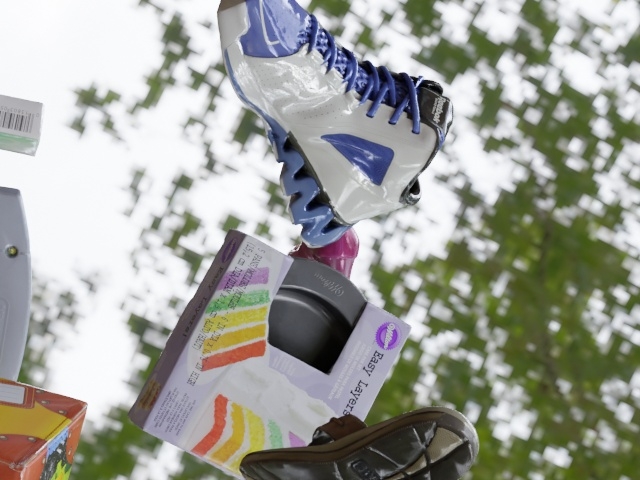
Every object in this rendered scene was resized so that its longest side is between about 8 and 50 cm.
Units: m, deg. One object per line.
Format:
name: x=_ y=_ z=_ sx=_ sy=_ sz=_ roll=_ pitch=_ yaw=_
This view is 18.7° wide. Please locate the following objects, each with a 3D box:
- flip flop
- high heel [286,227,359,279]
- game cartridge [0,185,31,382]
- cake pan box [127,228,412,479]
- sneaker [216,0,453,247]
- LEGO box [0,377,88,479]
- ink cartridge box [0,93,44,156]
flip flop: x=0.042 y=0.214 z=1.960 sx=0.277 sy=0.112 sz=0.080 roll=-23 pitch=-150 yaw=33
high heel: x=0.000 y=0.000 z=2.654 sx=0.244 sy=0.082 sz=0.117 roll=-132 pitch=-135 yaw=-78
game cartridge: x=-0.397 y=0.081 z=1.985 sx=0.060 sy=0.196 sz=0.294 roll=-127 pitch=-133 yaw=-78
cake pan box: x=-0.053 y=0.148 z=2.253 sx=0.267 sy=0.246 sz=0.070 roll=-61 pitch=-157 yaw=-4
sneaker: x=0.029 y=-0.145 z=1.909 sx=0.182 sy=0.315 sz=0.127 roll=-13 pitch=-145 yaw=16
LEGO box: x=-0.513 y=0.282 z=1.848 sx=0.193 sy=0.500 sz=0.372 roll=-47 pitch=151 yaw=-73
ink cartridge box: x=-0.436 y=-0.133 z=2.370 sx=0.224 sy=0.181 sz=0.056 roll=134 pitch=-34 yaw=-71
